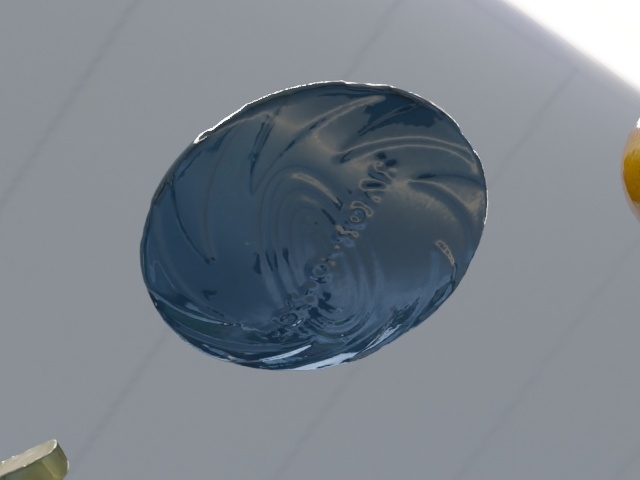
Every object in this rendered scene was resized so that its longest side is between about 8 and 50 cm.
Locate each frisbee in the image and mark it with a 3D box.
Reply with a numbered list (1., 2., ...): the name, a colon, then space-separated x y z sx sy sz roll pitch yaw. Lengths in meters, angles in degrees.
1. frisbee: 0.001 0.004 1.446 0.289 0.049 0.290 -9 -51 -11

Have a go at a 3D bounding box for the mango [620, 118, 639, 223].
1. mango: 0.290 -0.036 1.206 0.257 0.187 0.138 10 -71 -37

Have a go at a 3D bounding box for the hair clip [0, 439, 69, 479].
1. hair clip: -0.223 0.155 1.058 0.159 0.218 0.071 -31 -85 -6
